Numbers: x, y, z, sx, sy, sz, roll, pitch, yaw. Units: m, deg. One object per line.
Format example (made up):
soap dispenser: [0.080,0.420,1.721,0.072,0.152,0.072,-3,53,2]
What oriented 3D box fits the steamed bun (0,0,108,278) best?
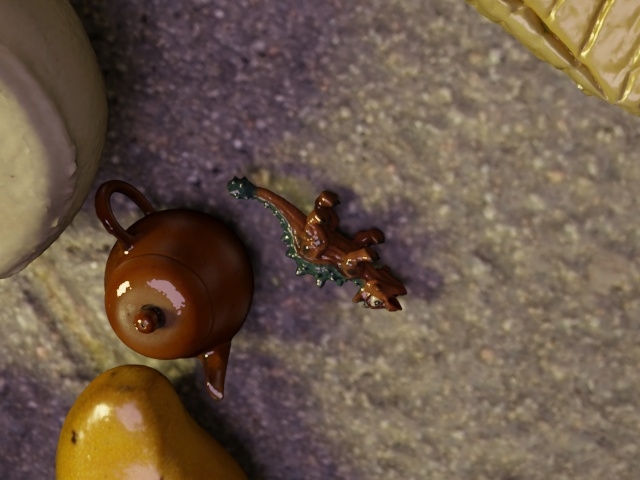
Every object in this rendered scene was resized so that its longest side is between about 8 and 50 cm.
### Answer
steamed bun: [-0.279,-0.105,1.136,0.283,0.177,0.283,2,133,2]

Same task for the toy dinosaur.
toy dinosaur: [0.000,0.000,1.178,0.154,0.049,0.055,35,120,-6]

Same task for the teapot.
teapot: [-0.110,0.034,1.191,0.116,0.116,0.173,-26,102,24]

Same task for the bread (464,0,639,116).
bread: [0.165,-0.179,1.022,0.236,0.106,0.140,38,116,-2]

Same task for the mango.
mango: [-0.115,0.210,1.269,0.157,0.109,0.262,-7,105,29]
